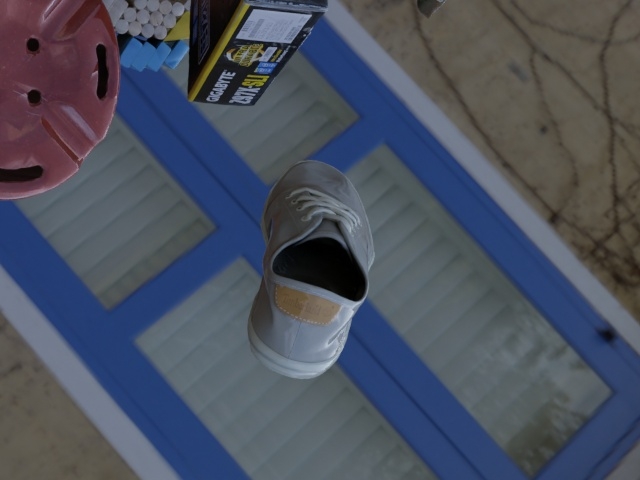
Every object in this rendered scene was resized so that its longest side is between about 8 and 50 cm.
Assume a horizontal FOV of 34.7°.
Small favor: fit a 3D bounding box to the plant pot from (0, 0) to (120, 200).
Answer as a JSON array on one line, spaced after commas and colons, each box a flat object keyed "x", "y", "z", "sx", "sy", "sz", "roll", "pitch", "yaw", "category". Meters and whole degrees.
[{"x": -0.327, "y": -0.150, "z": 0.869, "sx": 0.265, "sy": 0.272, "sz": 0.272, "roll": 14, "pitch": -140, "yaw": 41, "category": "plant pot"}]

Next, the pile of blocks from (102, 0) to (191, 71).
[{"x": -0.304, "y": -0.300, "z": 1.454, "sx": 0.362, "sy": 0.112, "sz": 0.149, "roll": -8, "pitch": 113, "yaw": -36, "category": "pile of blocks"}]

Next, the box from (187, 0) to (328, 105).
[{"x": -0.063, "y": -0.316, "z": 0.956, "sx": 0.079, "sy": 0.322, "sz": 0.257, "roll": 3, "pitch": 169, "yaw": -15, "category": "box"}]

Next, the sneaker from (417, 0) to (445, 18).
[{"x": 0.165, "y": -0.369, "z": 1.252, "sx": 0.192, "sy": 0.086, "sz": 0.064, "roll": -46, "pitch": -175, "yaw": 36, "category": "sneaker"}]

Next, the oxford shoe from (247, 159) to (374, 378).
[{"x": 0.000, "y": 0.000, "z": 1.356, "sx": 0.449, "sy": 0.169, "sz": 0.130, "roll": -79, "pitch": -172, "yaw": -58, "category": "oxford shoe"}]
